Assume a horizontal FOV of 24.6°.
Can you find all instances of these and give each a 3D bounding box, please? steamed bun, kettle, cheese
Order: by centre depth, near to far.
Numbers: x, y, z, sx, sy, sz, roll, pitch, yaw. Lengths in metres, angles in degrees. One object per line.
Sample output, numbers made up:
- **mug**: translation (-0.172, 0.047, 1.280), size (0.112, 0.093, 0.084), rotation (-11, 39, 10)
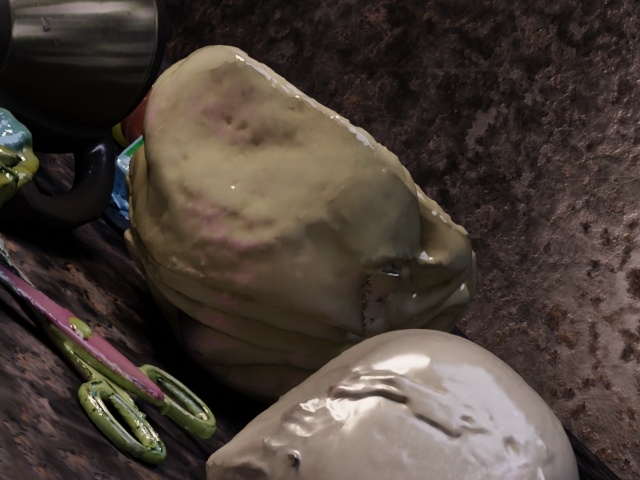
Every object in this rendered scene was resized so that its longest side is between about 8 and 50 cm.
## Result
- **cheese**: translation (0.055, 0.147, 0.828), size (0.198, 0.189, 0.154), rotation (43, -26, 10)
- **steamed bun**: translation (-0.031, 0.015, 1.116), size (0.320, 0.206, 0.275), rotation (37, -9, -26)
- **kettle**: translation (-0.255, -0.145, 1.116), size (0.207, 0.250, 0.271), rotation (11, 8, 10)

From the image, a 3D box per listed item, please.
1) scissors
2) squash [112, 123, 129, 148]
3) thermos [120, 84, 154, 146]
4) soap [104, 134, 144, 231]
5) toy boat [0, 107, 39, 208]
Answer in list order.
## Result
- **scissors**: translation (-0.146, 0.062, 0.885), size (0.187, 0.020, 0.133), rotation (43, 10, 11)
- **squash**: translation (-0.249, -0.164, 1.757), size (0.201, 0.066, 0.066), rotation (37, 3, 32)
- **thermos**: translation (-0.122, -0.065, 1.533), size (0.099, 0.124, 0.232), rotation (39, 12, -50)
- **soap**: translation (-0.091, -0.069, 1.408), size (0.156, 0.077, 0.293), rotation (36, 43, 2)
- **toy boat**: translation (-0.238, -0.039, 0.779), size (0.111, 0.084, 0.276), rotation (43, 9, 1)
